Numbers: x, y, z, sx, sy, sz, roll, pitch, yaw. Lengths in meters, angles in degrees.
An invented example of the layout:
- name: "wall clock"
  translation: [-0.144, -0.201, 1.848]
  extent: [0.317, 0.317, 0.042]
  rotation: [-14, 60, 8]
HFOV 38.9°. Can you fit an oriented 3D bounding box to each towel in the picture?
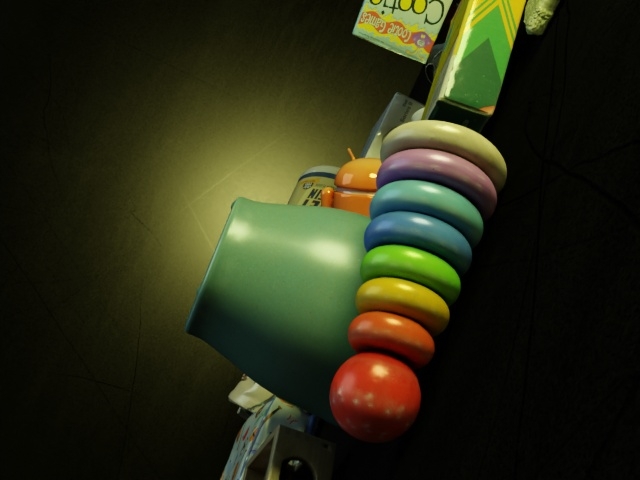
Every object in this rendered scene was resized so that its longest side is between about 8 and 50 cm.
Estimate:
- name: "towel"
  translation: [0.309, -0.337, 1.209]
  extent: [0.110, 0.027, 0.148]
  rotation: [-62, 2, 30]

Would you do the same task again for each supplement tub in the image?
- name: "supplement tub"
  translation: [0.000, 0.000, 2.212]
  extent: [0.228, 0.228, 0.316]
  rotation: [119, 175, -62]

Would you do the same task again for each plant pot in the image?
- name: "plant pot"
  translation: [-0.020, 0.071, 1.126]
  extent: [0.271, 0.255, 0.271]
  rotation: [-157, 90, -84]

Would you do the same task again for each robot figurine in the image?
- name: "robot figurine"
  translation: [0.085, -0.047, 1.564]
  extent: [0.158, 0.128, 0.219]
  rotation: [-161, 71, -64]

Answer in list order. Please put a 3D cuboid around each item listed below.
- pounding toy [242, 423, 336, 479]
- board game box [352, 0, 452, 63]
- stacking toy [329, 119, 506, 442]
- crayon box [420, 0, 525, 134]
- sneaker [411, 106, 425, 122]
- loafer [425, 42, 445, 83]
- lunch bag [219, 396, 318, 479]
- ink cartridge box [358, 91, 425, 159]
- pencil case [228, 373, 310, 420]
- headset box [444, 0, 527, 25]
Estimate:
- name: "pounding toy"
  translation: [-0.039, 0.341, 1.106]
  extent: [0.181, 0.094, 0.206]
  rotation: [124, 163, -45]
- name: "board game box"
  translation: [0.174, -0.473, 1.584]
  extent: [0.144, 0.142, 0.275]
  rotation: [-77, 10, -68]
- name: "stacking toy"
  translation: [0.088, 0.044, 0.929]
  extent: [0.141, 0.141, 0.330]
  rotation: [120, 171, -66]
- name: "crayon box"
  translation: [0.229, -0.283, 1.350]
  extent: [0.202, 0.081, 0.318]
  rotation: [110, 179, -70]
- name: "sneaker"
  translation: [0.188, -0.156, 1.548]
  extent: [0.258, 0.094, 0.091]
  rotation: [129, 138, -70]
- name: "loafer"
  translation: [0.248, -0.332, 1.769]
  extent: [0.087, 0.094, 0.251]
  rotation: [-60, 2, -4]
- name: "lunch bag"
  translation: [-0.113, 0.427, 1.591]
  extent: [0.303, 0.115, 0.243]
  rotation: [120, 173, -54]
- name: "ink cartridge box"
  translation: [0.146, -0.164, 1.926]
  extent: [0.289, 0.121, 0.211]
  rotation: [129, 166, -82]
- name: "pencil case"
  translation: [-0.038, 0.187, 1.805]
  extent: [0.410, 0.160, 0.183]
  rotation: [-65, 19, -7]
- name: "headset box"
  translation: [0.322, -0.491, 1.563]
  extent: [0.293, 0.110, 0.218]
  rotation: [125, 169, -79]
